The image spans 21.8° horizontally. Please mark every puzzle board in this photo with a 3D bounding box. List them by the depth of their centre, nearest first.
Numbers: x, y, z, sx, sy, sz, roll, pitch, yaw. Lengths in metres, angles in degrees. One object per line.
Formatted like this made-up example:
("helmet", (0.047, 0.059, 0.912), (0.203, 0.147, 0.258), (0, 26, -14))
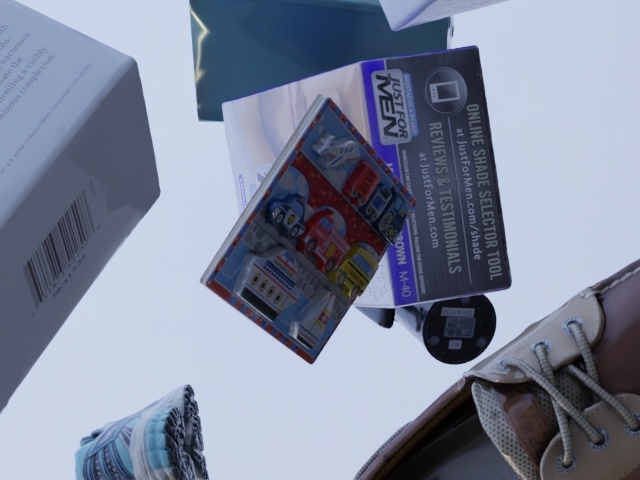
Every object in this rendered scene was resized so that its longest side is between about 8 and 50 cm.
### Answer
("puzzle board", (0.000, 0.000, 0.757), (0.096, 0.011, 0.128), (-58, -29, -6))

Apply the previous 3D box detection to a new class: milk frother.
("milk frother", (0.116, 0.037, 1.753), (0.129, 0.135, 0.143), (21, -82, -25))

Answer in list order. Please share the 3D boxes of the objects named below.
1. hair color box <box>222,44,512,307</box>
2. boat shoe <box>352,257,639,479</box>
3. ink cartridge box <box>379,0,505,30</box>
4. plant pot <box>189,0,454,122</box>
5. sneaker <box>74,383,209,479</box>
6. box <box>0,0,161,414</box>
("hair color box", (0.026, -0.045, 1.363), (0.110, 0.339, 0.185), (-9, -88, -22))
("boat shoe", (0.134, 0.096, 0.870), (0.324, 0.123, 0.116), (-45, -25, 25))
("ink cartridge box", (0.171, -0.271, 1.221), (0.207, 0.117, 0.283), (-18, -6, -23))
("plant pot", (0.009, -0.215, 1.579), (0.166, 0.234, 0.165), (89, -171, -47))
("sneaker", (-0.190, 0.215, 1.748), (0.283, 0.122, 0.110), (49, -149, -84))
("box", (-0.312, -0.068, 1.110), (0.215, 0.345, 0.168), (-55, -18, -25))
